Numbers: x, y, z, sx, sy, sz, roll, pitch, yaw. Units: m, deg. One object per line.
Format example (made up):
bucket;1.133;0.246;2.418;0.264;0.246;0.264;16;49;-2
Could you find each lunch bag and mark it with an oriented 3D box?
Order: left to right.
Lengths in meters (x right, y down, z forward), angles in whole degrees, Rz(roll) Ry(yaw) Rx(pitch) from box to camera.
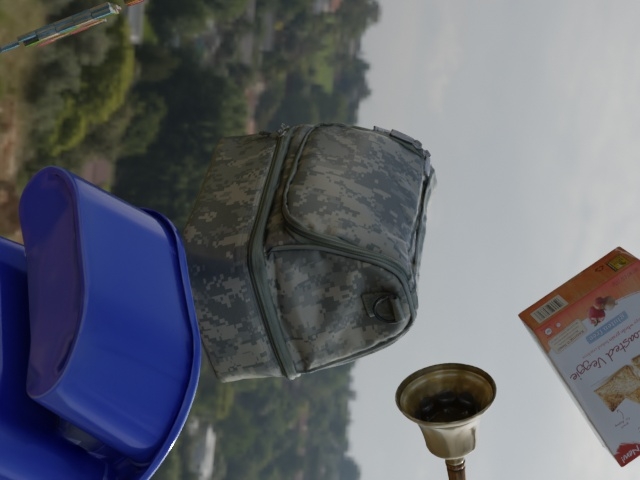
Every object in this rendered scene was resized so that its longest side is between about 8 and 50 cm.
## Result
lunch bag;0.000;0.000;1.347;0.305;0.256;0.212;-76;157;-55

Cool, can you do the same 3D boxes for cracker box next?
cracker box;0.374;0.146;1.449;0.232;0.155;0.067;55;1;-18

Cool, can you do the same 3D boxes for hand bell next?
hand bell;0.172;0.291;1.487;0.126;0.126;0.242;-84;166;-62

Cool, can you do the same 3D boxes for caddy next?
caddy;-0.235;0.097;1.116;0.179;0.241;0.341;33;29;-39

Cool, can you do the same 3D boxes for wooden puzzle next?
wooden puzzle;-0.129;-0.113;0.610;0.049;0.083;0.006;-101;170;-80
